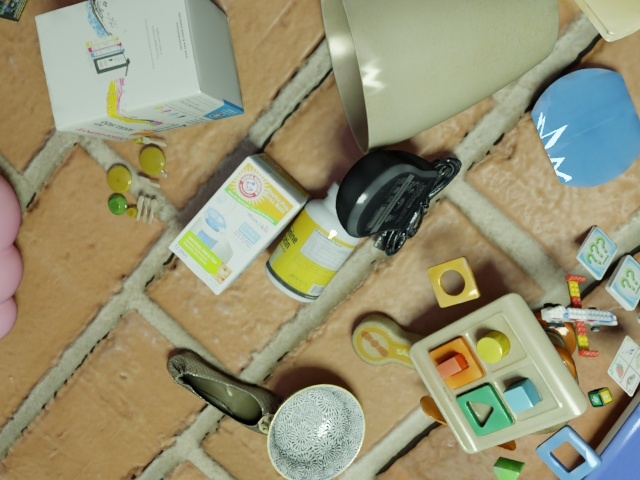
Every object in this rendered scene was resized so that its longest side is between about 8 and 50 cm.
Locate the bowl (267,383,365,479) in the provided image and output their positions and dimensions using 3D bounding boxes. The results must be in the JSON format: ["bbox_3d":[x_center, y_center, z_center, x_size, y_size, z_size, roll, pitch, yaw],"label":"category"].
[{"bbox_3d":[-0.017,0.312,0.992,0.170,0.080,0.170,-2,97,-20],"label":"bowl"}]

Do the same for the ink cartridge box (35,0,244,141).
[{"bbox_3d":[-0.263,-0.259,0.883,0.232,0.171,0.168,-10,90,14],"label":"ink cartridge box"}]

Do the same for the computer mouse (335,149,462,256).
[{"bbox_3d":[0.090,-0.064,0.828,0.072,0.272,0.188,42,108,21],"label":"computer mouse"}]

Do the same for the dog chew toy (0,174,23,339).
[{"bbox_3d":[-0.613,0.036,1.010,0.206,0.206,0.332,2,109,10],"label":"dog chew toy"}]

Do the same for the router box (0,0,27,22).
[{"bbox_3d":[-0.509,-0.422,0.949,0.038,0.092,0.122,34,104,3],"label":"router box"}]

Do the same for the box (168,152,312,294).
[{"bbox_3d":[-0.125,-0.030,0.946,0.114,0.103,0.203,45,105,-1],"label":"box"}]

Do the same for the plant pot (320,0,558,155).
[{"bbox_3d":[0.160,-0.275,0.791,0.274,0.256,0.256,-15,98,-1],"label":"plant pot"}]

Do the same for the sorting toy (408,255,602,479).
[{"bbox_3d":[0.234,0.192,0.820,0.196,0.047,0.348,-37,77,33],"label":"sorting toy"}]

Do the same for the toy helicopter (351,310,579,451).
[{"bbox_3d":[0.218,0.211,0.937,0.355,0.140,0.235,14,112,19],"label":"toy helicopter"}]

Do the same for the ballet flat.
[{"bbox_3d":[-0.164,0.276,1.037,0.250,0.058,0.084,32,106,3],"label":"ballet flat"}]

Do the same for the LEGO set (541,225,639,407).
[{"bbox_3d":[0.412,0.108,0.821,0.182,0.060,0.244,46,61,0],"label":"LEGO set"}]

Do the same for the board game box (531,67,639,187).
[{"bbox_3d":[0.388,-0.165,0.861,0.133,0.033,0.169,-26,100,9],"label":"board game box"}]

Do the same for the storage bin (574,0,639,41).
[{"bbox_3d":[0.367,-0.382,0.703,0.123,0.262,0.260,-38,92,13],"label":"storage bin"}]

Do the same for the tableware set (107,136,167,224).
[{"bbox_3d":[-0.316,-0.109,1.011,0.104,0.024,0.154,17,105,11],"label":"tableware set"}]

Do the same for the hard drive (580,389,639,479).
[{"bbox_3d":[0.544,0.328,0.878,0.210,0.040,0.319,29,106,7],"label":"hard drive"}]

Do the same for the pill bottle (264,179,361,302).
[{"bbox_3d":[0.000,0.000,0.929,0.103,0.103,0.184,36,105,2],"label":"pill bottle"}]
